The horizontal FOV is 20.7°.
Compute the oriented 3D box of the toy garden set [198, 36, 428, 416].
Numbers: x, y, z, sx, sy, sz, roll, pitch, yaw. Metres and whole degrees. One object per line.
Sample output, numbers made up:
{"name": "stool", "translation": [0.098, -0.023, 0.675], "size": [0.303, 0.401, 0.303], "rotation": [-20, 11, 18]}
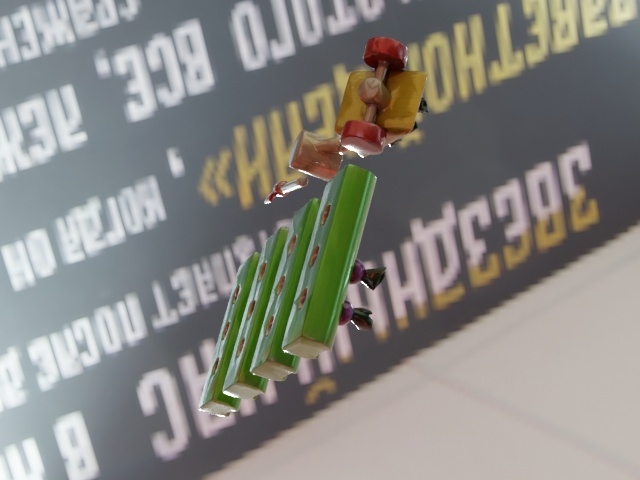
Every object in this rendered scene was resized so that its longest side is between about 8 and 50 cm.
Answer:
{"name": "toy garden set", "translation": [0.000, 0.000, 1.114], "size": [0.049, 0.204, 0.244], "rotation": [20, 160, -12]}
